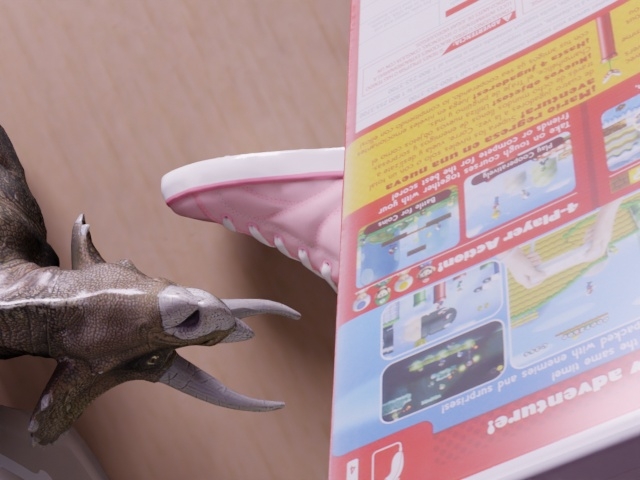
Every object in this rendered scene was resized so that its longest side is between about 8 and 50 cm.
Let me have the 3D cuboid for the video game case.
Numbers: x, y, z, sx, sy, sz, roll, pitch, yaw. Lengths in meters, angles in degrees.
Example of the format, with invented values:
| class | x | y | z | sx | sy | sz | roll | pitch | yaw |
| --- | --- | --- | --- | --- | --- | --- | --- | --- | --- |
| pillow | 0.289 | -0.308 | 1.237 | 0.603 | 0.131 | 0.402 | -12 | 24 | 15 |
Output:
| class | x | y | z | sx | sy | sz | roll | pitch | yaw |
| --- | --- | --- | --- | --- | --- | --- | --- | --- | --- |
| video game case | 0.094 | -0.047 | 0.501 | 0.204 | 0.285 | 0.025 | -26 | 126 | 24 |

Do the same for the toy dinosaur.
| class | x | y | z | sx | sy | sz | roll | pitch | yaw |
| --- | --- | --- | --- | --- | --- | --- | --- | --- | --- |
| toy dinosaur | -0.164 | -0.016 | 0.666 | 0.121 | 0.160 | 0.313 | -54 | 48 | 4 |

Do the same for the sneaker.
| class | x | y | z | sx | sy | sz | roll | pitch | yaw |
| --- | --- | --- | --- | --- | --- | --- | --- | --- | --- |
| sneaker | 0.000 | 0.000 | 0.643 | 0.134 | 0.051 | 0.070 | -3 | 89 | 21 |

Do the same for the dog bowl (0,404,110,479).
| class | x | y | z | sx | sy | sz | roll | pitch | yaw |
| --- | --- | --- | --- | --- | --- | --- | --- | --- | --- |
| dog bowl | -0.234 | 0.191 | 0.652 | 0.349 | 0.102 | 0.349 | -1 | 98 | -6 |
